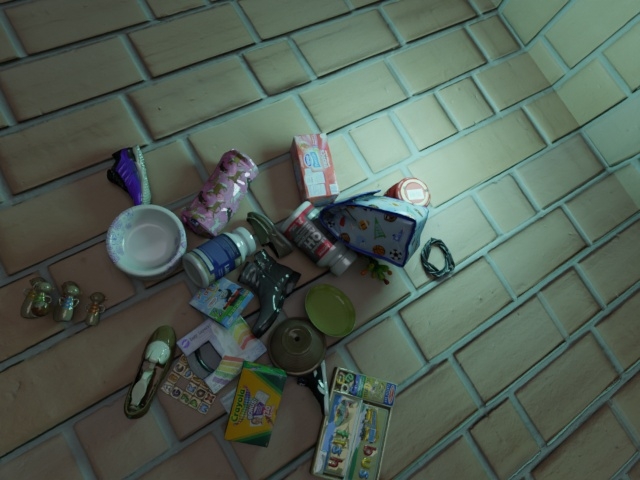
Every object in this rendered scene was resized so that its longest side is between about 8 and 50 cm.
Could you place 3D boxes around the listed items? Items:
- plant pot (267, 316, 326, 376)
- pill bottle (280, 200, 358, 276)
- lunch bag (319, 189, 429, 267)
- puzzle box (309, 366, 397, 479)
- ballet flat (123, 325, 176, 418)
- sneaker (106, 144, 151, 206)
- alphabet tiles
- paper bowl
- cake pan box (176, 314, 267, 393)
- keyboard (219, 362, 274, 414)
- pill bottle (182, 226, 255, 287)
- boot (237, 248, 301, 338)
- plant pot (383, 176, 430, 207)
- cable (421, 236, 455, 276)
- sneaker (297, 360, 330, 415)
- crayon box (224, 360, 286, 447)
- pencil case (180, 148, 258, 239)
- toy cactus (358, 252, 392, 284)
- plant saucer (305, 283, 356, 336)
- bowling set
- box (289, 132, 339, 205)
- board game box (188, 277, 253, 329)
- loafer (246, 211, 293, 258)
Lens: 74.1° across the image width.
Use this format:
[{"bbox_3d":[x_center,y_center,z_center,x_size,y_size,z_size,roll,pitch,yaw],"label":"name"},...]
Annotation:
[{"bbox_3d":[-0.091,0.401,1.662,0.237,0.110,0.237,1,59,-2],"label":"plant pot"},{"bbox_3d":[0.000,0.000,1.794,0.318,0.176,0.176,43,70,2],"label":"pill bottle"},{"bbox_3d":[0.220,-0.082,1.745,0.385,0.328,0.239,18,107,20],"label":"lunch bag"},{"bbox_3d":[0.137,0.741,1.683,0.272,0.052,0.409,18,71,-8],"label":"puzzle box"},{"bbox_3d":[-0.621,0.476,1.543,0.116,0.124,0.343,23,70,-6],"label":"ballet flat"},{"bbox_3d":[-0.785,-0.242,1.728,0.146,0.102,0.294,-12,73,-12],"label":"sneaker"},{"bbox_3d":[-0.463,0.513,1.630,0.198,0.009,0.237,30,70,-3],"label":"alphabet tiles"},{"bbox_3d":[-0.667,0.014,1.650,0.284,0.148,0.284,4,73,-12],"label":"paper bowl"},{"bbox_3d":[-0.383,0.416,1.638,0.266,0.070,0.246,-35,81,-23],"label":"cake pan box"},{"bbox_3d":[-0.266,0.573,1.659,0.256,0.014,0.072,-31,89,-19],"label":"keyboard"},{"bbox_3d":[-0.396,0.060,1.680,0.264,0.153,0.153,-35,85,-34],"label":"pill bottle"},{"bbox_3d":[-0.246,0.211,1.714,0.222,0.118,0.338,31,53,0],"label":"boot"},{"bbox_3d":[0.397,-0.190,1.945,0.191,0.174,0.191,4,71,-12],"label":"plant pot"},{"bbox_3d":[0.537,0.075,1.973,0.150,0.047,0.185,-17,82,-12],"label":"cable"},{"bbox_3d":[-0.030,0.580,1.660,0.121,0.079,0.217,-8,52,1],"label":"sneaker"},{"bbox_3d":[-0.241,0.603,1.572,0.165,0.081,0.279,15,92,-9],"label":"crayon box"},{"bbox_3d":[-0.414,-0.195,1.766,0.160,0.167,0.386,19,67,26],"label":"pencil case"},{"bbox_3d":[0.217,0.095,1.844,0.112,0.180,0.219,-43,131,8],"label":"toy cactus"},{"bbox_3d":[0.036,0.292,1.752,0.240,0.037,0.241,20,46,-22],"label":"plant saucer"},{"bbox_3d":[-0.933,0.207,1.514,0.286,0.200,0.154,10,71,-14],"label":"bowling set"},{"bbox_3d":[-0.031,-0.309,1.892,0.154,0.142,0.300,-9,77,-15],"label":"box"},{"bbox_3d":[-0.388,0.230,1.650,0.211,0.039,0.160,21,63,32],"label":"board game box"},{"bbox_3d":[-0.225,-0.021,1.791,0.251,0.094,0.087,42,66,1],"label":"loafer"}]
